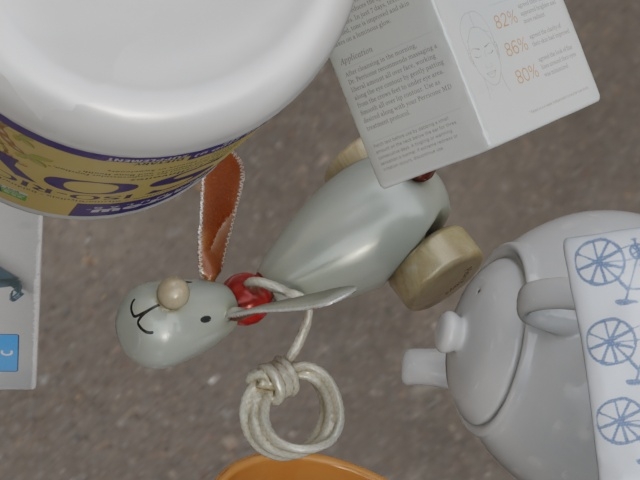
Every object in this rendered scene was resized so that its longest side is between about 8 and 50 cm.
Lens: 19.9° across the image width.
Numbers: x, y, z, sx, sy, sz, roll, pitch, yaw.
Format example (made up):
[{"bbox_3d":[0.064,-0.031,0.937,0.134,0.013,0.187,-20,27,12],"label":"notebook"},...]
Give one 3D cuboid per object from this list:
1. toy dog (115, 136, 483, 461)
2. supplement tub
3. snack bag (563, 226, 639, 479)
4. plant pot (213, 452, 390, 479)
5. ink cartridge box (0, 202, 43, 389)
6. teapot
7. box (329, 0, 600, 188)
[{"bbox_3d":[0.000,0.000,1.514,0.220,0.161,0.334,35,53,12],"label":"toy dog"},{"bbox_3d":[-0.128,-0.141,1.039,0.241,0.331,0.241,2,82,-14],"label":"supplement tub"},{"bbox_3d":[0.328,0.144,1.129,0.037,0.323,0.343,-17,100,-70],"label":"snack bag"},{"bbox_3d":[-0.011,0.374,1.755,0.290,0.203,0.291,20,27,-10],"label":"plant pot"},{"bbox_3d":[-0.369,0.019,1.555,0.261,0.296,0.066,2,51,-8],"label":"ink cartridge box"},{"bbox_3d":[0.182,0.084,1.415,0.187,0.256,0.252,12,29,-15],"label":"teapot"},{"bbox_3d":[0.073,-0.137,1.101,0.130,0.091,0.170,-24,93,-47],"label":"box"}]
